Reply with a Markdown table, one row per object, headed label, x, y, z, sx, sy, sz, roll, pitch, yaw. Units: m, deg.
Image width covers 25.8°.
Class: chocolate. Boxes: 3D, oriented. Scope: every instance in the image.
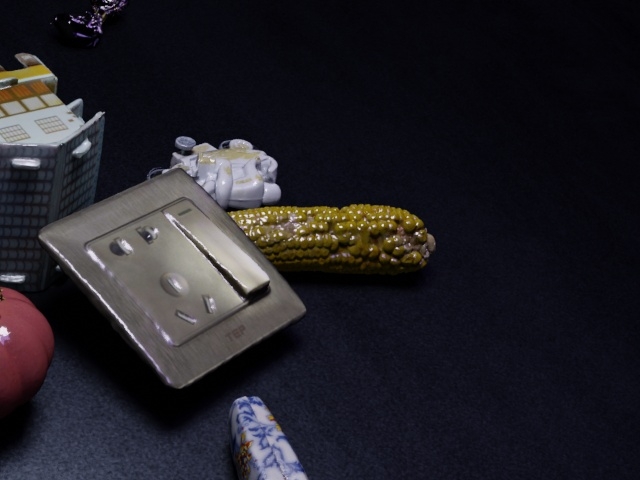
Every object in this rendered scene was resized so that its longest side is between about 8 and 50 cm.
| label | x | y | z | sx | sy | sz | roll | pitch | yaw |
| --- | --- | --- | --- | --- | --- | --- | --- | --- | --- |
| chocolate | -0.353 | -0.343 | 2.147 | 0.072 | 0.070 | 0.147 | 34 | 49 | 3 |

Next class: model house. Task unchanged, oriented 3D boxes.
| label | x | y | z | sx | sy | sz | roll | pitch | yaw |
| --- | --- | --- | --- | --- | --- | --- | --- | --- | --- |
| model house | -0.376 | -0.087 | 1.674 | 0.198 | 0.224 | 0.215 | -20 | 50 | -39 |

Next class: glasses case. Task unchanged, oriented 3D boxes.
| label | x | y | z | sx | sy | sz | roll | pitch | yaw |
| --- | --- | --- | --- | --- | --- | --- | --- | --- | --- |
| glasses case | -0.043 | 0.270 | 1.476 | 0.065 | 0.087 | 0.248 | -12 | 46 | -16 |

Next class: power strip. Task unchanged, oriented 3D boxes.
| label | x | y | z | sx | sy | sz | roll | pitch | yaw |
| --- | --- | --- | --- | --- | --- | --- | --- | --- | --- |
| power strip | -0.179 | 0.052 | 1.663 | 0.257 | 0.092 | 0.251 | 46 | 47 | 14 |

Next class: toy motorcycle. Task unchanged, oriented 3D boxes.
| label | x | y | z | sx | sy | sz | roll | pitch | yaw |
| --- | --- | --- | --- | --- | --- | --- | --- | --- | --- |
| toy motorcycle | -0.128 | -0.082 | 1.893 | 0.151 | 0.074 | 0.229 | 29 | 29 | 22 |

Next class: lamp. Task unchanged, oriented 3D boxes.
| label | x | y | z | sx | sy | sz | roll | pitch | yaw |
| --- | --- | --- | --- | --- | --- | --- | --- | --- | --- |
| lamp | -0.373 | 0.128 | 1.491 | 0.182 | 0.140 | 0.182 | -3 | 33 | 2 |

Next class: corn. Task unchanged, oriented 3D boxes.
| label | x | y | z | sx | sy | sz | roll | pitch | yaw |
| --- | --- | --- | --- | --- | --- | --- | --- | --- | --- |
| corn | 0.000 | 0.000 | 1.828 | 0.320 | 0.097 | 0.097 | 0 | 41 | -19 |
